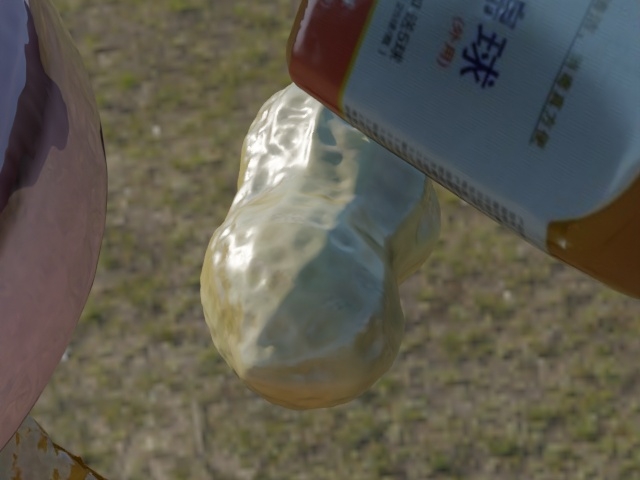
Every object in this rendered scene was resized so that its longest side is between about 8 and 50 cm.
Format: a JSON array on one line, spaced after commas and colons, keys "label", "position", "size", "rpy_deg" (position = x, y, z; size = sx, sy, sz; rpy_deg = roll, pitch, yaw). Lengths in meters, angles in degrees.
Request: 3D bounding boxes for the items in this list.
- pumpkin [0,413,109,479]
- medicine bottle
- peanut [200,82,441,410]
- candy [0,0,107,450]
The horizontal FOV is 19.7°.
[{"label": "pumpkin", "position": [-0.092, 0.156, 0.946], "size": [0.290, 0.095, 0.258], "rpy_deg": [24, -18, -10]}, {"label": "medicine bottle", "position": [0.109, -0.063, 0.555], "size": [0.112, 0.149, 0.222], "rpy_deg": [9, 21, -47]}, {"label": "peanut", "position": [0.000, 0.000, 1.222], "size": [0.149, 0.149, 0.313], "rpy_deg": [0, 32, 13]}, {"label": "candy", "position": [-0.177, -0.010, 0.500], "size": [0.255, 0.094, 0.255], "rpy_deg": [-6, 60, 10]}]
